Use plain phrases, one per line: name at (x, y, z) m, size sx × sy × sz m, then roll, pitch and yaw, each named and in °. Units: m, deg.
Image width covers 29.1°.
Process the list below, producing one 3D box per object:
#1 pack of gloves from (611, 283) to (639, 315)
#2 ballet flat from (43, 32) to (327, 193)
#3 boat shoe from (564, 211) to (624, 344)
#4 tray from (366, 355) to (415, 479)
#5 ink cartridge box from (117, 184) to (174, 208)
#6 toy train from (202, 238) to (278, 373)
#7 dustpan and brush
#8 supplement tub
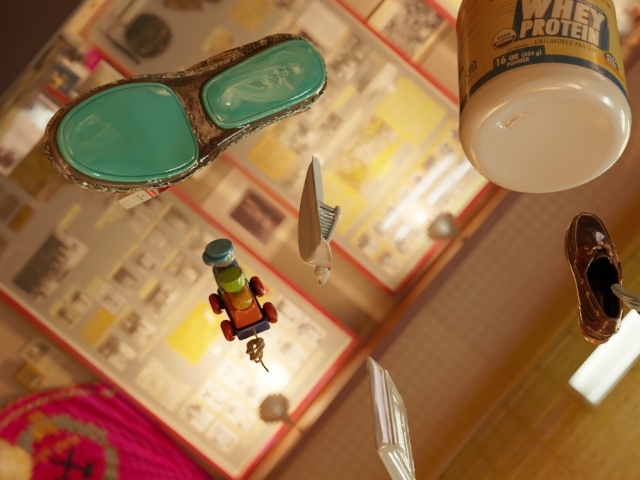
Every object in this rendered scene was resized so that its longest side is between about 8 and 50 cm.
pack of gloves at (0.436, 0.125, 1.383) m, size 0.232 × 0.195 × 0.046 m, roll 30°, pitch -86°, yaw 58°
ballet flat at (-0.206, -0.174, 1.798) m, size 0.483 × 0.164 × 0.182 m, roll -26°, pitch -174°, yaw -34°
boat shoe at (0.395, 0.042, 1.747) m, size 0.073 × 0.073 × 0.207 m, roll 96°, pitch -9°, yaw -57°
tray at (0.129, 0.329, 2.180) m, size 0.030 × 0.145 × 0.270 m, roll -21°, pitch -151°, yaw 10°
ink cartridge box at (-0.308, -0.105, 2.198) m, size 0.115 × 0.029 × 0.063 m, roll -23°, pitch -137°, yaw 29°
toy train at (-0.140, 0.110, 2.191) m, size 0.105 × 0.143 × 0.248 m, roll -23°, pitch -143°, yaw -6°
dustpan and brush at (0.000, 0.000, 1.718) m, size 0.211 × 0.060 × 0.147 m, roll 110°, pitch -21°, yaw -52°
supplement tub at (0.192, -0.158, 1.084) m, size 0.144 × 0.144 × 0.199 m, roll -44°, pitch -148°, yaw 43°
